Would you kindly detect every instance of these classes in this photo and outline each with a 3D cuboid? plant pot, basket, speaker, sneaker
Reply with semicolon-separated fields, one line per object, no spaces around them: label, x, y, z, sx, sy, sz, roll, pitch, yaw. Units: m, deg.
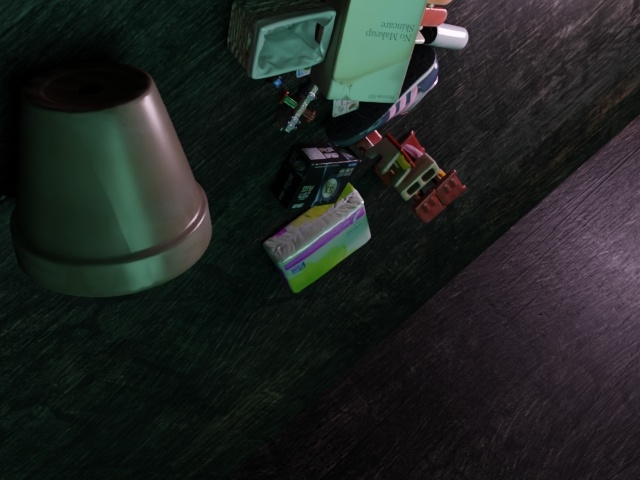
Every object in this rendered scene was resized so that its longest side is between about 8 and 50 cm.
plant pot;-0.343;-0.115;1.098;0.323;0.323;0.280;-24;134;-31
basket;-0.074;-0.375;1.236;0.167;0.103;0.113;-24;150;-32
speaker;0.287;-0.479;1.618;0.136;0.055;0.055;-10;141;-47
sneaker;0.157;-0.315;1.637;0.319;0.112;0.131;-38;152;-2

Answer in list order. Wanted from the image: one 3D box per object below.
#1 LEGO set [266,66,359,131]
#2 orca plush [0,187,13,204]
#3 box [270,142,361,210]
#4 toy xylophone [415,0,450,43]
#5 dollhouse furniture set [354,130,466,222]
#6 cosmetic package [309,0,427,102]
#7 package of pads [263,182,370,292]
LEGO set;-0.016;-0.335;1.475;0.244;0.060;0.182;-26;139;-30
orca plush;-0.570;-0.110;0.992;0.287;0.151;0.102;17;88;-57
box;-0.011;-0.159;1.696;0.180;0.077;0.147;-11;142;-46
toy xylophone;0.197;-0.540;1.368;0.236;0.081;0.322;-19;147;-36
dollhouse furniture set;0.220;-0.214;1.802;0.152;0.201;0.374;-43;148;5
cosmetic package;0.096;-0.420;1.280;0.160;0.113;0.309;-3;127;-22
package of pads;0.000;0.000;1.939;0.297;0.101;0.229;-36;154;-8
